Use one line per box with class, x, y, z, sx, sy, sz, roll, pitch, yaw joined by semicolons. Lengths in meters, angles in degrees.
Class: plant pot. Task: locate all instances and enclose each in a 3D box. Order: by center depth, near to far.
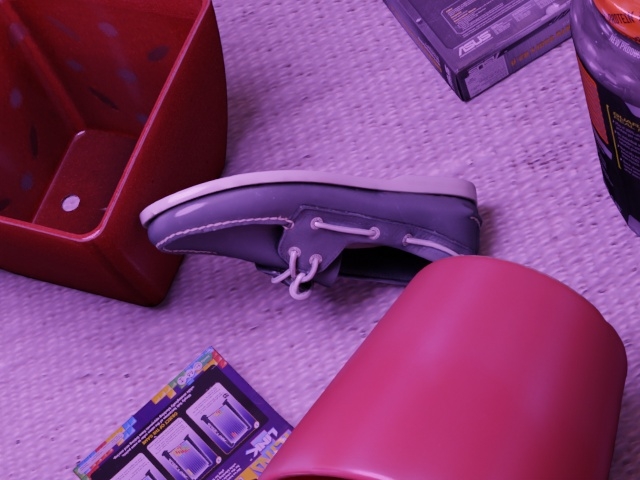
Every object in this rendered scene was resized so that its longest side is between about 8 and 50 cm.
plant pot;0.114;0.163;1.372;0.275;0.275;0.243;14;57;23
plant pot;-0.232;-0.081;1.616;0.267;0.235;0.267;13;65;22

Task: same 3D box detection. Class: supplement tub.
supplement tub;0.321;-0.144;1.426;0.207;0.338;0.207;-7;60;12

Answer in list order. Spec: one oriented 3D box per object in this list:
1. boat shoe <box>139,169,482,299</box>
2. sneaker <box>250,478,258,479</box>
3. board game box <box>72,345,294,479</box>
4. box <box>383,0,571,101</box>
boat shoe;0.000;0.000;1.516;0.320;0.116;0.099;-1;74;-23
sneaker;-0.076;0.263;1.424;0.081;0.080;0.211;37;40;28
board game box;-0.112;0.200;1.530;0.170;0.048;0.141;-42;60;-10
box;0.187;-0.268;1.705;0.231;0.056;0.183;-32;56;-4
